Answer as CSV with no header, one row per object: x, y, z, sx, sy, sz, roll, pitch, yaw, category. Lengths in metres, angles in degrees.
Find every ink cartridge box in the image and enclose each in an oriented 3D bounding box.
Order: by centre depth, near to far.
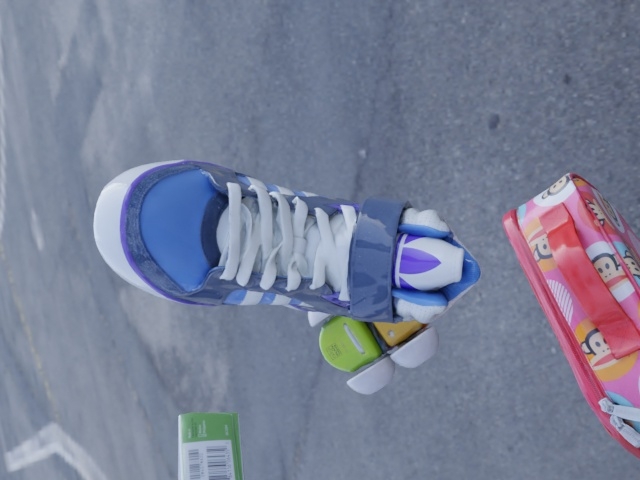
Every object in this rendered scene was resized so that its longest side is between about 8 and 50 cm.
-0.114,0.288,0.958,0.109,0.062,0.209,-103,16,-53,ink cartridge box

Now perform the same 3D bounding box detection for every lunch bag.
0.304,0.077,0.949,0.120,0.258,0.293,-34,50,20,lunch bag

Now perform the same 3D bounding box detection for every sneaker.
0.000,0.001,0.806,0.236,0.323,0.130,-3,76,38,sneaker

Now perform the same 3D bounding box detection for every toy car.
0.085,0.117,1.339,0.182,0.136,0.159,-37,83,26,toy car
